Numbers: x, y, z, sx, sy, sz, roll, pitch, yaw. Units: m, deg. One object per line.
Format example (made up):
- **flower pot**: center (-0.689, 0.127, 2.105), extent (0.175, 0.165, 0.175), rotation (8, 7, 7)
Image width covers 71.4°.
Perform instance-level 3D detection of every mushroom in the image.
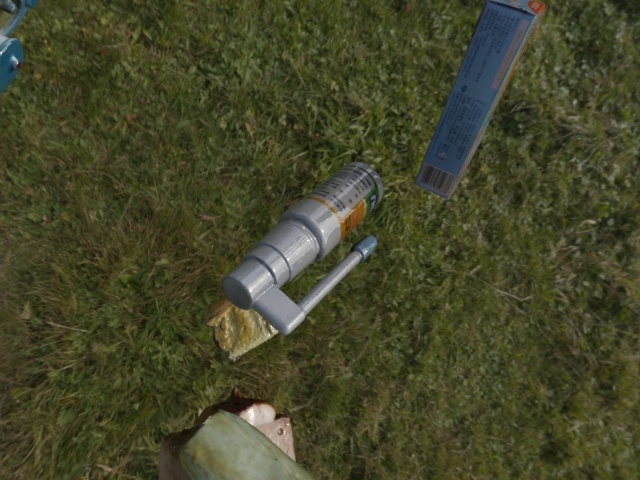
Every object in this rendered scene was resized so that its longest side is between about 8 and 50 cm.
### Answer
- **mushroom**: center (-0.035, 0.331, 0.541), extent (0.312, 0.081, 0.100), rotation (36, 38, 15)

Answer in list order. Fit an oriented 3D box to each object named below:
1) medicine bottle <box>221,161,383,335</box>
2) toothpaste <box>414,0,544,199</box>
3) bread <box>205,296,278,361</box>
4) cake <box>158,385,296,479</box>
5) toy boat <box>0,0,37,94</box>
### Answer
- **medicine bottle**: center (0.000, 0.000, 0.451), extent (0.092, 0.061, 0.221), rotation (41, 49, 8)
- **toothpaste**: center (0.154, -0.140, 0.447), extent (0.044, 0.193, 0.070), rotation (28, 45, 14)
- **bread**: center (-0.187, 0.214, 1.259), extent (0.252, 0.133, 0.174), rotation (-16, 77, -55)
- **cake**: center (-0.167, 0.411, 0.780), extent (0.196, 0.199, 0.292), rotation (8, 69, -49)
- **toy boat**: center (-0.371, -0.199, 0.474), extent (0.102, 0.088, 0.215), rotation (25, 62, -15)
